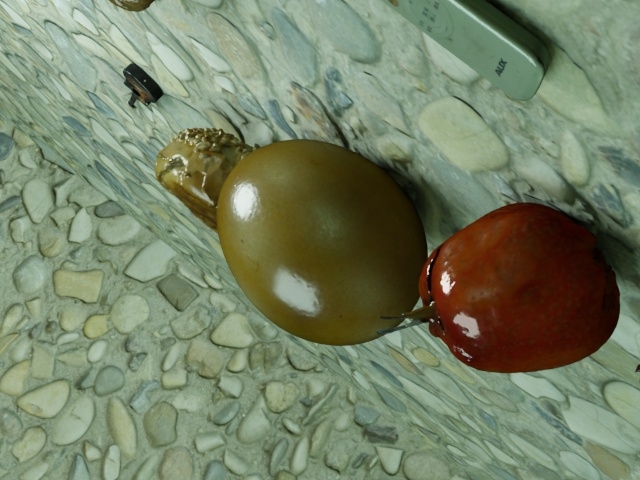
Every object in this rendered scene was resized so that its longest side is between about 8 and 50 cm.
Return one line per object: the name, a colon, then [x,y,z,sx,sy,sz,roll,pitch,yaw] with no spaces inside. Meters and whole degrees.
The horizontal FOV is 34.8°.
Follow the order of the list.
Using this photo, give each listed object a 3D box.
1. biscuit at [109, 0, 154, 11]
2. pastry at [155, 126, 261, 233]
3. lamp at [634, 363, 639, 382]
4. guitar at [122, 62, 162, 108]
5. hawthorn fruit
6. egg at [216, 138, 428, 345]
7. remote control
biscuit: [-0.298,-0.392,1.475,0.183,0.061,0.118,48,144,26]
pastry: [-0.156,-0.100,1.865,0.255,0.162,0.311,25,167,23]
lamp: [0.467,0.180,1.105,0.258,0.180,0.180,25,157,49]
guitar: [-0.374,-0.301,2.097,0.088,0.025,0.233,43,165,-8]
hawthorn fruit: [0.211,0.070,1.246,0.211,0.299,0.211,-20,-90,-89]
egg: [0.000,0.000,1.537,0.351,0.282,0.283,37,164,20]
remote control: [0.106,-0.255,1.052,0.309,0.038,0.090,39,164,9]
